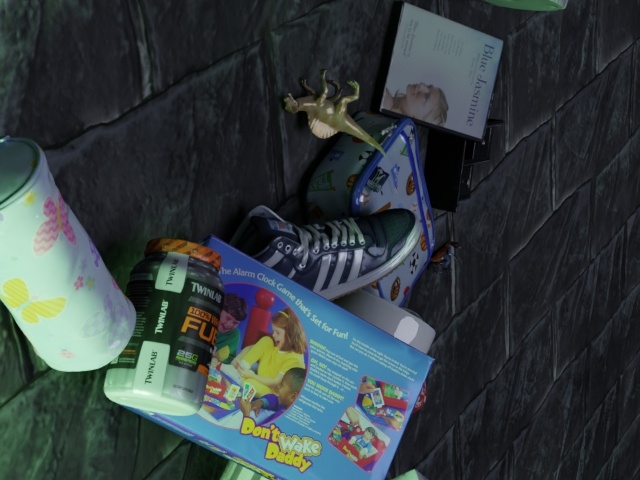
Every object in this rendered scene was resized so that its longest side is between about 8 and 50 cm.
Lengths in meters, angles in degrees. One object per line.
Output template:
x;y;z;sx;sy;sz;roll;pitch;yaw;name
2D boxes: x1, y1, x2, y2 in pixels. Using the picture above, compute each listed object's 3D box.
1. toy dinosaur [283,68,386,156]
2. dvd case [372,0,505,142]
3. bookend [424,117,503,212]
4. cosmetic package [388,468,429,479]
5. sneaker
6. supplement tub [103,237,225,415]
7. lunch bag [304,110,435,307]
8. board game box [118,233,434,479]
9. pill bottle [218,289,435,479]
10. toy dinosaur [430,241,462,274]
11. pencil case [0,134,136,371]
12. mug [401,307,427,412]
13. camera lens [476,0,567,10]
0.020;-0.187;1.714;0.183;0.053;0.093;23;78;-28;toy dinosaur
0.198;-0.272;1.952;0.253;0.022;0.180;11;92;-41;dvd case
0.254;-0.140;2.124;0.156;0.072;0.157;-13;113;-57;bookend
0.104;0.514;1.935;0.377;0.284;0.097;46;18;-55;cosmetic package
0.000;0.000;1.635;0.282;0.099;0.153;-28;129;-5;sneaker
-0.178;0.100;1.386;0.117;0.117;0.190;38;58;-57;supplement tub
0.089;-0.045;1.853;0.243;0.115;0.303;-53;143;-38;lunch bag
-0.051;0.180;1.529;0.347;0.078;0.233;30;71;-15;board game box
0.013;0.255;1.709;0.361;0.204;0.204;-63;148;-8;pill bottle
0.232;0.024;2.186;0.090;0.047;0.082;51;39;-41;toy dinosaur
-0.289;0.019;1.248;0.273;0.113;0.124;68;26;-45;pencil case
0.120;0.222;2.010;0.150;0.113;0.169;-58;149;-39;mug
0.327;-0.533;1.949;0.219;0.219;0.274;3;99;-59;camera lens
